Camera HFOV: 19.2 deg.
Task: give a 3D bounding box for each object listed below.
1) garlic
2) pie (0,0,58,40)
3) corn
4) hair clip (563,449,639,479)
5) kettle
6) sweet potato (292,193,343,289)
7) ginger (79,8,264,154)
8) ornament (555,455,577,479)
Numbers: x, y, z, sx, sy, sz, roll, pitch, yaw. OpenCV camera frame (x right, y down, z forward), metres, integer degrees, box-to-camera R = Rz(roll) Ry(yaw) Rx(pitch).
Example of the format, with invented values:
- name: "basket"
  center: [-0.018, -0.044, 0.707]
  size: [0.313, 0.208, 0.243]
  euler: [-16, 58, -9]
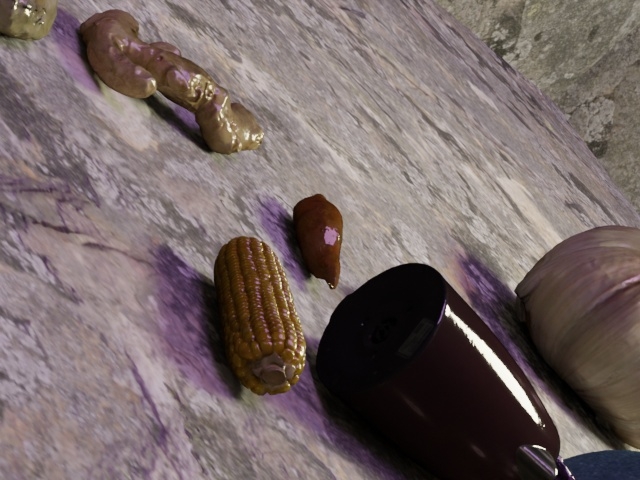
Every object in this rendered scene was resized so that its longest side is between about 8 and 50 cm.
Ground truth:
- name: "garlic"
  center: [0.402, 0.124, 2.464]
  size: [0.322, 0.241, 0.322]
  euler: [25, 38, -21]
- name: "pie"
  center: [-0.320, -0.271, 1.717]
  size: [0.218, 0.052, 0.185]
  euler: [44, 17, -6]
- name: "corn"
  center: [-0.053, 0.062, 1.585]
  size: [0.068, 0.068, 0.207]
  euler: [41, 14, -26]
- name: "hair clip"
  center: [0.480, 0.300, 1.967]
  size: [0.318, 0.392, 0.238]
  euler: [34, -30, 58]
- name: "kettle"
  center: [0.107, 0.145, 1.750]
  size: [0.232, 0.144, 0.202]
  euler: [47, -18, -30]
- name: "sweet potato"
  center: [0.000, 0.000, 1.935]
  size: [0.056, 0.056, 0.195]
  euler: [41, 20, -24]
- name: "ginger"
  center: [-0.148, -0.164, 1.919]
  size: [0.259, 0.065, 0.149]
  euler: [22, 27, -54]
- name: "ornament"
  center: [0.208, 0.234, 1.872]
  size: [0.203, 0.081, 0.088]
  euler: [57, 18, 24]
